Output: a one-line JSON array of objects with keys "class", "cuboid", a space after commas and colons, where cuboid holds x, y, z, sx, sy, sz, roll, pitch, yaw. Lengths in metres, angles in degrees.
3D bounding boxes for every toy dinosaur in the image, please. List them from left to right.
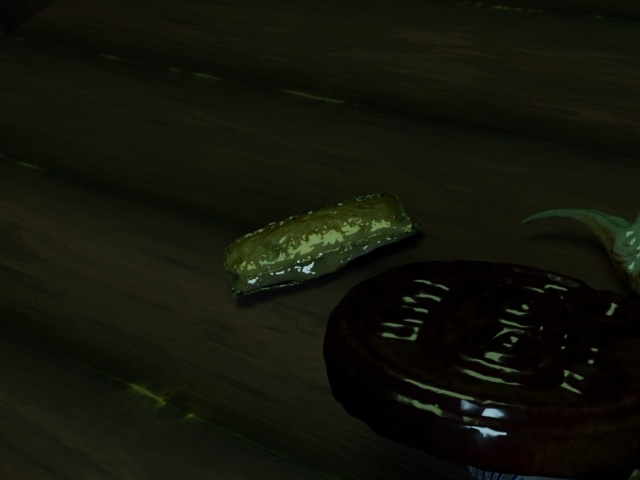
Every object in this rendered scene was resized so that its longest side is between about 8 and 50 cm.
[{"class": "toy dinosaur", "cuboid": [0.408, -0.006, 1.936, 0.393, 0.092, 0.205, 17, 53, 34]}]

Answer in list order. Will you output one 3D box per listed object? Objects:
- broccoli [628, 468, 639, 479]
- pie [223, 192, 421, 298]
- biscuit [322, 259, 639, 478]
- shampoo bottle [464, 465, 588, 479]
[{"class": "broccoli", "cuboid": [0.357, 0.314, 1.352, 0.334, 0.272, 0.324, -19, -9, 16]}, {"class": "pie", "cuboid": [0.000, 0.000, 2.193, 0.282, 0.068, 0.128, -18, 32, -2]}, {"class": "biscuit", "cuboid": [0.203, 0.120, 1.713, 0.407, 0.091, 0.407, 4, 23, -2]}, {"class": "shampoo bottle", "cuboid": [0.226, 0.258, 1.626, 0.092, 0.092, 0.303, -27, 31, -9]}]
